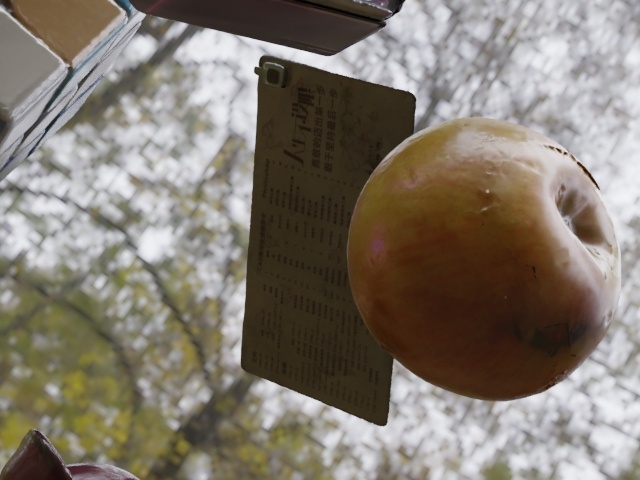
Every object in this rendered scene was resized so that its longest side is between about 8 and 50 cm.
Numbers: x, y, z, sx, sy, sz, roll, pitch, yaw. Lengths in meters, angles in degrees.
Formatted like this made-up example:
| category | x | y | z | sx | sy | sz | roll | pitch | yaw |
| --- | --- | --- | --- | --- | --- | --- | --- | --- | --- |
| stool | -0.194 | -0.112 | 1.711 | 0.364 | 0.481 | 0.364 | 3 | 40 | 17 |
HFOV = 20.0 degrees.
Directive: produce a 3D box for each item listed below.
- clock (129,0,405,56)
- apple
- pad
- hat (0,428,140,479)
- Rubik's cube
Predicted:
| category | x | y | z | sx | sy | sz | roll | pitch | yaw |
| --- | --- | --- | --- | --- | --- | --- | --- | --- | --- |
| clock | -0.030 | -0.210 | 0.995 | 0.144 | 0.193 | 0.073 | 11 | -20 | -29 |
| apple | 0.087 | 0.011 | 0.917 | 0.146 | 0.146 | 0.146 | 23 | -32 | 16 |
| pad | 0.000 | 0.000 | 1.396 | 0.159 | 0.009 | 0.265 | 18 | -68 | 38 |
| hat | -0.132 | 0.203 | 1.127 | 0.205 | 0.089 | 0.205 | 55 | -21 | 34 |
| Rubik's cube | -0.429 | -0.245 | 2.020 | 0.344 | 0.346 | 0.347 | 42 | -39 | -2 |
